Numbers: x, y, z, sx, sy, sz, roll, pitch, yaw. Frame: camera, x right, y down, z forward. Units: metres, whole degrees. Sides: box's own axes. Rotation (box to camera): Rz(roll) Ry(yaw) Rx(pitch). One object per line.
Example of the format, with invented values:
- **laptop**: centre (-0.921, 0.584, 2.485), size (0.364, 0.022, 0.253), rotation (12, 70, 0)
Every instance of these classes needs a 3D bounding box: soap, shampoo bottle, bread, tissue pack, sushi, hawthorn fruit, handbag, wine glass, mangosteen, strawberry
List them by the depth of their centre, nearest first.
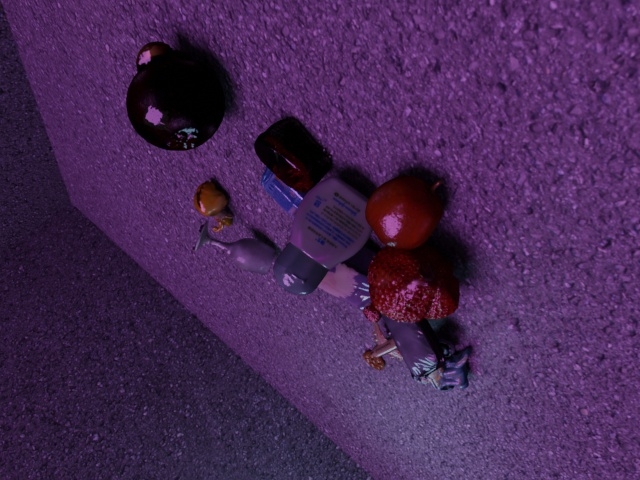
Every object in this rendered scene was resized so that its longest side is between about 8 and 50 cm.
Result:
- **hawthorn fruit**: centre (0.229, -0.085, 1.433), size (0.196, 0.196, 0.225), rotation (47, 128, -2)
- **strawberry**: centre (0.257, 0.106, 1.551), size (0.288, 0.250, 0.238), rotation (86, 174, -79)
- **shampoo bottle**: centre (0.000, 0.000, 1.621), size (0.222, 0.349, 0.151), rotation (35, 179, -3)
- **sushi**: centre (-0.082, -0.254, 1.662), size (0.225, 0.126, 0.136), rotation (40, 150, -3)
- **mangosteen**: centre (-0.458, -0.449, 1.751), size (0.307, 0.307, 0.346), rotation (123, 131, -61)
- **handbag**: centre (0.278, 0.278, 1.823), size (0.332, 0.075, 0.191), rotation (62, 152, 19)
- **tissue pack**: centre (0.045, 0.075, 1.826), size (0.344, 0.125, 0.242), rotation (28, 151, -4)
- **soap**: centre (-0.066, -0.136, 1.833), size (0.293, 0.077, 0.156), rotation (46, 150, -3)
- **strawberry**: centre (0.187, 0.241, 1.993), size (0.096, 0.083, 0.083), rotation (45, 153, 23)
- **wine glass**: centre (-0.342, 0.034, 2.250), size (0.321, 0.143, 0.143), rotation (24, 153, -9)
- **bread**: centre (0.222, 0.499, 2.331), size (0.110, 0.024, 0.110), rotation (32, 150, 21)

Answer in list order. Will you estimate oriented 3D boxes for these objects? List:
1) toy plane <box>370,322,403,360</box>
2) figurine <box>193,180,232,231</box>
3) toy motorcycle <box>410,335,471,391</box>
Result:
- **toy plane**: centre (0.257, 0.382, 2.066), size (0.229, 0.092, 0.244), rotation (44, 151, -3)
- **figurine**: centre (-0.436, -0.136, 2.282), size (0.156, 0.131, 0.246), rotation (3, 147, 25)
- **toy motorcycle**: centre (0.418, 0.435, 1.906), size (0.198, 0.109, 0.296), rotation (24, 140, 13)
